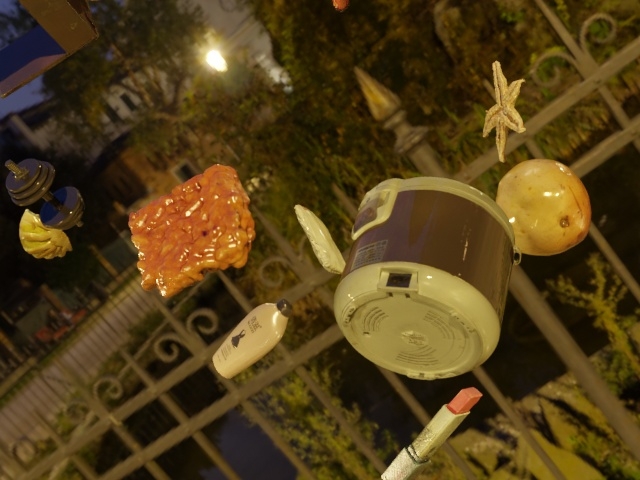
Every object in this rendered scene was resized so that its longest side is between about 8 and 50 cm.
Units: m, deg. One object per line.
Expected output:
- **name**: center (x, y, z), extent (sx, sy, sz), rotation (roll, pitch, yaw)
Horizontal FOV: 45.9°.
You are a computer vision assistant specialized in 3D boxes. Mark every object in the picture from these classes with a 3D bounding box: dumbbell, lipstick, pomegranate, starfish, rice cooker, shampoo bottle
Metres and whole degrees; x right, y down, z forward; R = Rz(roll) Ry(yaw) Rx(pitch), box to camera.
- **dumbbell**: center (-0.528, -0.087, 1.455), extent (0.099, 0.208, 0.099), rotation (-14, 52, 19)
- **lipstick**: center (0.229, 0.407, 1.562), extent (0.051, 0.051, 0.312), rotation (2, -50, -40)
- **pomegranate**: center (0.665, -0.097, 2.305), extent (0.319, 0.319, 0.319), rotation (-38, 10, 8)
- **starfish**: center (0.450, -0.320, 1.893), extent (0.231, 0.047, 0.295), rotation (101, 165, -48)
- **rice cooker**: center (0.200, 0.061, 1.457), extent (0.335, 0.335, 0.325), rotation (-30, 29, 44)
- **shampoo bottle**: center (-0.167, 0.245, 1.937), extent (0.257, 0.078, 0.127), rotation (-43, 45, 13)

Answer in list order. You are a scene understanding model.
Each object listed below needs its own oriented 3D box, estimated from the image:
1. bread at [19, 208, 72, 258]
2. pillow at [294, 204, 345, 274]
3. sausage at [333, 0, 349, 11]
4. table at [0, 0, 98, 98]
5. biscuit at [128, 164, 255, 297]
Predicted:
- **bread**: center (-0.664, -0.005, 1.801), extent (0.083, 0.157, 0.094), rotation (30, 58, 34)
- **pillow**: center (0.000, 0.000, 2.186), extent (0.051, 0.229, 0.128), rotation (-36, -23, 15)
- **sausage**: center (0.048, -0.620, 1.858), extent (0.050, 0.048, 0.145), rotation (-57, -9, -8)
- **table**: center (-0.714, -0.528, 1.742), extent (0.282, 0.250, 0.196), rotation (-32, 54, 6)
- **biscuit**: center (-0.312, -0.021, 1.846), extent (0.312, 0.110, 0.318), rotation (-28, 52, 9)
